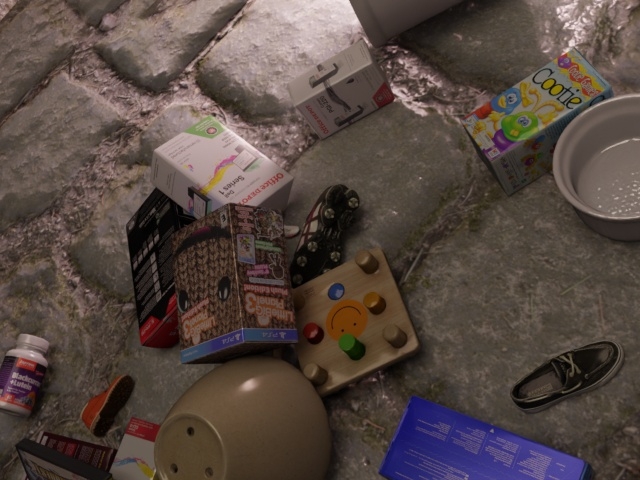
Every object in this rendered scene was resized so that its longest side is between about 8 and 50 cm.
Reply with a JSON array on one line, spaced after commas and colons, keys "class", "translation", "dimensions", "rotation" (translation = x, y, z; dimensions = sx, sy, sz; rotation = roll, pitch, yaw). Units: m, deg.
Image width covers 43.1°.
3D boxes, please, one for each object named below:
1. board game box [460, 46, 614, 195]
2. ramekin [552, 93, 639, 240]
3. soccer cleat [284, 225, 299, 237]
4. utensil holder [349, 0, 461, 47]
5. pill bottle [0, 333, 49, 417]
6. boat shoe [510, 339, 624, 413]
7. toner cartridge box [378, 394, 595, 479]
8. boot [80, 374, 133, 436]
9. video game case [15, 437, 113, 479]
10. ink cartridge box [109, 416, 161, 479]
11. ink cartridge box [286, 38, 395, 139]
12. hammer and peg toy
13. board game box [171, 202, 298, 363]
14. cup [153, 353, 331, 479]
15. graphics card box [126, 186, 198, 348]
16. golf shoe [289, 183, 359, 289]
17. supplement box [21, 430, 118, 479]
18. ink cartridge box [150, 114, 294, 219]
[{"class": "board game box", "translation": [0.461, -0.247, 1.699], "dimensions": [0.275, 0.144, 0.142], "rotation": [-32, 52, 9]}, {"class": "ramekin", "translation": [0.601, -0.133, 1.563], "dimensions": [0.277, 0.135, 0.277], "rotation": [-13, 59, 22]}, {"class": "soccer cleat", "translation": [-0.091, -0.024, 1.941], "dimensions": [0.083, 0.035, 0.029], "rotation": [-5, 61, 27]}, {"class": "utensil holder", "translation": [0.236, -0.703, 1.968], "dimensions": [0.385, 0.327, 0.327], "rotation": [-24, 54, 14]}, {"class": "pill bottle", "translation": [-0.758, 0.341, 2.054], "dimensions": [0.108, 0.108, 0.193], "rotation": [0, 64, 28]}, {"class": "boat shoe", "translation": [0.449, 0.244, 1.473], "dimensions": [0.219, 0.070, 0.078], "rotation": [-33, 53, 9]}, {"class": "toner cartridge box", "translation": [0.292, 0.417, 1.458], "dimensions": [0.348, 0.075, 0.165], "rotation": [16, 73, 35]}, {"class": "boot", "translation": [-0.514, 0.379, 1.934], "dimensions": [0.085, 0.059, 0.158], "rotation": [25, 78, 41]}, {"class": "video game case", "translation": [-0.520, 0.561, 1.730], "dimensions": [0.275, 0.248, 0.035], "rotation": [9, 32, 32]}, {"class": "ink cartridge box", "translation": [-0.359, 0.491, 1.738], "dimensions": [0.127, 0.128, 0.176], "rotation": [7, 67, 32]}, {"class": "ink cartridge box", "translation": [0.050, -0.365, 1.980], "dimensions": [0.218, 0.158, 0.092], "rotation": [-26, 54, 14]}, {"class": "hammer and peg toy", "translation": [0.007, 0.188, 1.703], "dimensions": [0.361, 0.127, 0.266], "rotation": [-27, 57, 13]}, {"class": "board game box", "translation": [-0.188, 0.097, 1.710], "dimensions": [0.232, 0.141, 0.291], "rotation": [-25, 67, 44]}, {"class": "cup", "translation": [-0.180, 0.394, 1.555], "dimensions": [0.331, 0.237, 0.331], "rotation": [-1, 87, 30]}, {"class": "graphics card box", "translation": [-0.367, 0.046, 1.967], "dimensions": [0.233, 0.094, 0.371], "rotation": [-45, 47, 33]}, {"class": "golf shoe", "translation": [0.000, 0.000, 1.856], "dimensions": [0.273, 0.105, 0.120], "rotation": [-63, 20, -2]}, {"class": "supplement box", "translation": [-0.564, 0.527, 1.865], "dimensions": [0.239, 0.073, 0.130], "rotation": [4, 66, 31]}, {"class": "ink cartridge box", "translation": [-0.233, -0.144, 1.927], "dimensions": [0.278, 0.117, 0.201], "rotation": [37, 50, 14]}]
